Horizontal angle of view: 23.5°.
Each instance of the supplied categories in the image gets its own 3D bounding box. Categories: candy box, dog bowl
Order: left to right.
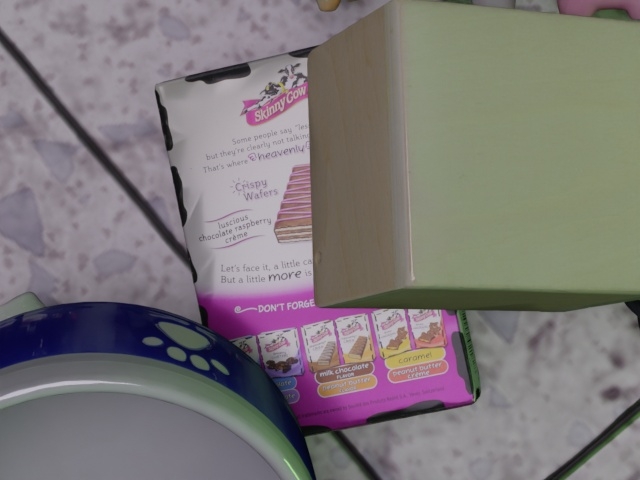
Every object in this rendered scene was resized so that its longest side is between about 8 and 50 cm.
[{"bbox_3d":[-0.129,0.172,0.884,0.264,0.104,0.265,-2,113,-6],"label":"dog bowl"},{"bbox_3d":[0.000,0.000,0.964,0.159,0.071,0.233,-11,88,8],"label":"candy box"}]

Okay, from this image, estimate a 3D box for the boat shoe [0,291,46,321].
[{"bbox_3d":[-0.333,0.122,0.979,0.367,0.136,0.156,-23,86,4],"label":"boat shoe"}]

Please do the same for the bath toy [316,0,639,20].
[{"bbox_3d":[0.157,-0.194,0.903,0.348,0.151,0.129,3,105,6],"label":"bath toy"}]

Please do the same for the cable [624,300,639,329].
[{"bbox_3d":[0.236,-0.019,0.920,0.150,0.047,0.184,-17,73,30],"label":"cable"}]

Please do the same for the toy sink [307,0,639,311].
[{"bbox_3d":[0.121,-0.039,0.876,0.234,0.131,0.153,1,82,-23],"label":"toy sink"}]
